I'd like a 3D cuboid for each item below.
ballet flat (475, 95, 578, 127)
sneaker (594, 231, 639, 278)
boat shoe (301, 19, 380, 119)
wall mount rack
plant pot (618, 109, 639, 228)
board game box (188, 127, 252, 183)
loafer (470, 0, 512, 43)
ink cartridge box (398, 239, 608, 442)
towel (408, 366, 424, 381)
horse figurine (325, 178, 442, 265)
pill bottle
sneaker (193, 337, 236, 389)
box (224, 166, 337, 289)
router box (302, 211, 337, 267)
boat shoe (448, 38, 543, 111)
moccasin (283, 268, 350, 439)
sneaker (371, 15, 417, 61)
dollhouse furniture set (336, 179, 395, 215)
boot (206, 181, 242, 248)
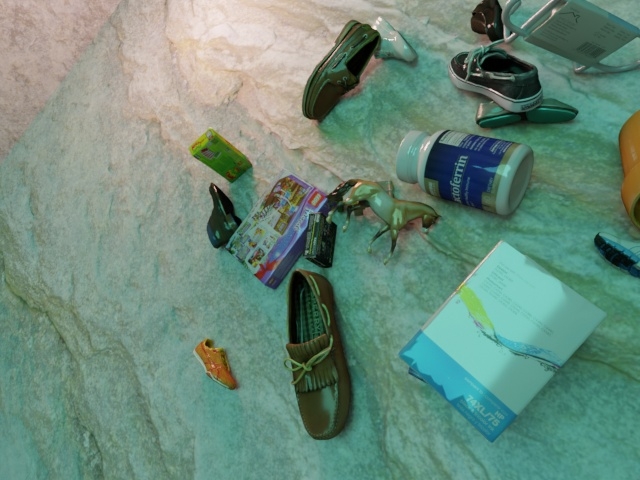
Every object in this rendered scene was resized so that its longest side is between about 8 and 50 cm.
[{"bbox_3d":[0.462,-0.301,0.996,0.213,0.072,0.068,2,77,31],"label":"ballet flat"},{"bbox_3d":[0.600,0.031,0.795,0.191,0.071,0.083,37,84,26],"label":"sneaker"},{"bbox_3d":[0.056,-0.476,1.258,0.104,0.111,0.307,38,105,30],"label":"boat shoe"},{"bbox_3d":[0.542,-0.474,0.849,0.304,0.350,0.130,145,135,-65],"label":"wall mount rack"},{"bbox_3d":[0.632,-0.144,0.776,0.205,0.205,0.187,-15,48,24],"label":"plant pot"},{"bbox_3d":[-0.301,-0.255,1.342,0.092,0.181,0.043,-39,56,10],"label":"board game box"},{"bbox_3d":[0.419,-0.538,1.095,0.078,0.080,0.220,-25,31,33],"label":"loafer"},{"bbox_3d":[0.315,0.176,0.791,0.197,0.198,0.270,42,92,25],"label":"ink cartridge box"},{"bbox_3d":[0.237,0.241,0.930,0.067,0.029,0.119,22,83,32],"label":"towel"},{"bbox_3d":[0.130,-0.068,1.053,0.263,0.066,0.174,38,97,15],"label":"horse figurine"},{"bbox_3d":[0.311,-0.161,0.977,0.265,0.153,0.153,23,83,35],"label":"pill bottle"},{"bbox_3d":[-0.275,0.325,1.167,0.067,0.064,0.175,-47,58,-7],"label":"sneaker"},{"bbox_3d":[-0.115,-0.039,1.225,0.201,0.057,0.293,37,91,35],"label":"box"},{"bbox_3d":[0.000,0.000,1.123,0.038,0.092,0.122,-3,69,29],"label":"router box"},{"bbox_3d":[0.389,-0.400,1.019,0.113,0.104,0.306,-26,41,5],"label":"boat shoe"},{"bbox_3d":[-0.016,0.246,0.999,0.139,0.147,0.379,-13,65,25],"label":"moccasin"},{"bbox_3d":[0.195,-0.551,1.257,0.094,0.080,0.212,-44,48,21],"label":"sneaker"},{"bbox_3d":[0.117,-0.105,1.142,0.152,0.058,0.076,-4,59,7],"label":"dollhouse furniture set"},{"bbox_3d":[-0.319,-0.078,1.342,0.106,0.082,0.219,-38,59,8],"label":"boot"}]
